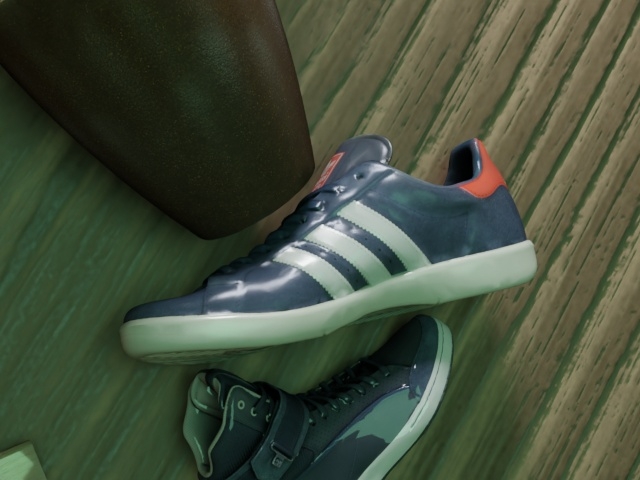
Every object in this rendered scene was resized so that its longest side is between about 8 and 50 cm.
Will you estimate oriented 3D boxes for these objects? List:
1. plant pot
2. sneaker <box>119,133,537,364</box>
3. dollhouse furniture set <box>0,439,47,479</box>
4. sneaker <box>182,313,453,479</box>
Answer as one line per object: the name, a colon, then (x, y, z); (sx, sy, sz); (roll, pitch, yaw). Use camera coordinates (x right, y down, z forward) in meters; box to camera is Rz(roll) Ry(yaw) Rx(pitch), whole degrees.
plant pot: (-0.107, -0.123, 0.892); (0.215, 0.215, 0.230); (-38, 111, -18)
sneaker: (0.000, 0.000, 0.949); (0.350, 0.131, 0.148); (-13, 86, -27)
dollhouse furniture set: (-0.291, 0.348, 0.786); (0.355, 0.174, 0.303); (-24, 93, -19)
sneaker: (-0.004, 0.120, 0.941); (0.163, 0.086, 0.226); (41, 75, -21)
